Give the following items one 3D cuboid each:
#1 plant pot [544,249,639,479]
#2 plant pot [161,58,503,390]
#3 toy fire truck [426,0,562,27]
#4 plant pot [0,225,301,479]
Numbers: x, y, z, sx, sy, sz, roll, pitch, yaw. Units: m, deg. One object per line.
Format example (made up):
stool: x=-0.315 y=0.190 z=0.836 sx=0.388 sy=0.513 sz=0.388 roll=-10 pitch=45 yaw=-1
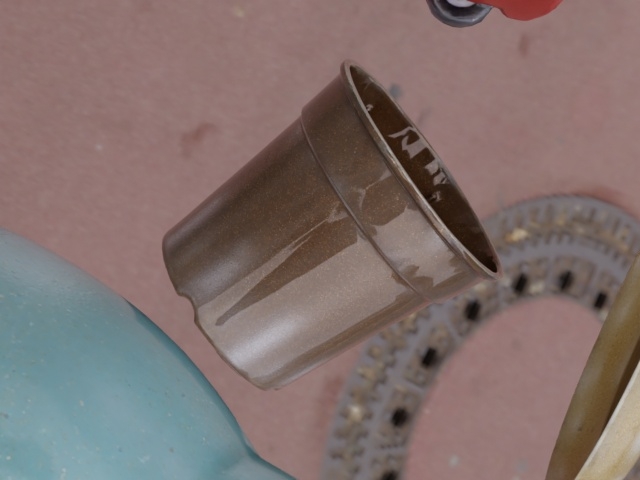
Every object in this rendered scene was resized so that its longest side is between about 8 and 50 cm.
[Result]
plant pot: x=0.198 y=0.064 z=1.036 sx=0.236 sy=0.032 sz=0.236 roll=24 pitch=90 yaw=-86
plant pot: x=0.000 y=0.000 z=1.064 sx=0.165 sy=0.167 sz=0.167 roll=-35 pitch=130 yaw=12
toy fire truck: x=-0.017 y=-0.141 z=0.457 sx=0.192 sy=0.047 sz=0.135 roll=11 pitch=80 yaw=1
plant pot: x=-0.119 y=0.141 z=0.630 sx=0.293 sy=0.196 sz=0.293 roll=17 pitch=90 yaw=-75
